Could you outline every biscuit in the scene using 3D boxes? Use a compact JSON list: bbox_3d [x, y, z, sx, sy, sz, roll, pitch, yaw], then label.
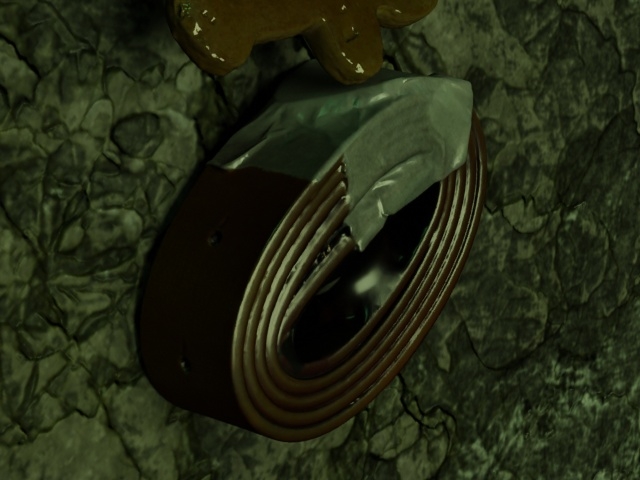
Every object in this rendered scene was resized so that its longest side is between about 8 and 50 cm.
[{"bbox_3d":[-0.020,-0.208,1.266,0.301,0.049,0.197,-13,81,-44],"label":"biscuit"}]

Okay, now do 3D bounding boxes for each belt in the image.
[{"bbox_3d":[0.000,0.000,1.315,0.339,0.122,0.217,-53,132,-24],"label":"belt"}]
